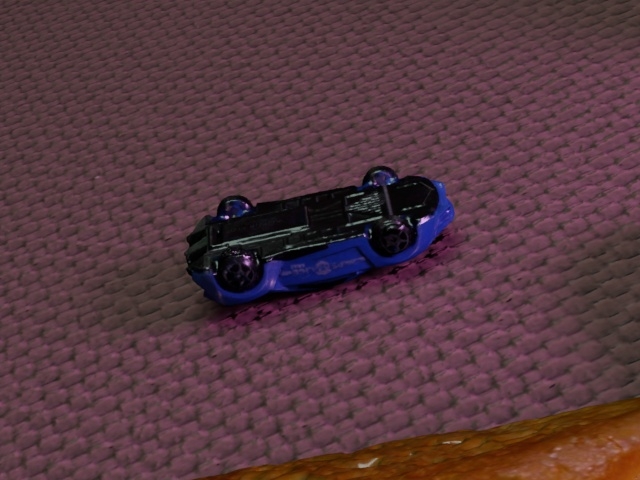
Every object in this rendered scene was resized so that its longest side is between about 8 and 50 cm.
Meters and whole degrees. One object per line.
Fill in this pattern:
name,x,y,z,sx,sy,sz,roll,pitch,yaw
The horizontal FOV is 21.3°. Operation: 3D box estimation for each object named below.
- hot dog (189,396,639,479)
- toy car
hot dog,0.032,0.194,0.798,0.405,0.185,0.223,-12,1,12
toy car,0.000,0.000,1.349,0.216,0.063,0.103,-11,29,2
